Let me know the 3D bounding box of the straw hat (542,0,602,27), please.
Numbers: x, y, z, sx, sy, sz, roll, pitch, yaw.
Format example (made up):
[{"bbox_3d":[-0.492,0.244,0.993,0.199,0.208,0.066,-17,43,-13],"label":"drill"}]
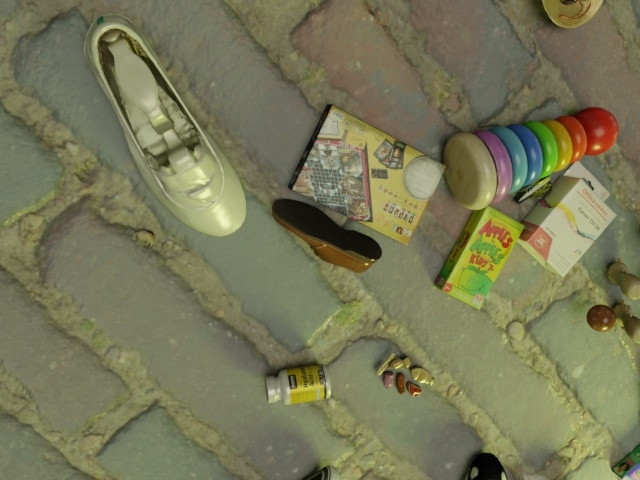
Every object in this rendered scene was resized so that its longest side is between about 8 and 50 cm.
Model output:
[{"bbox_3d":[0.439,-0.459,1.134,0.144,0.061,0.145,-8,120,-14],"label":"straw hat"}]

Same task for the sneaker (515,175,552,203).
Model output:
[{"bbox_3d":[0.414,-0.092,1.221,0.083,0.031,0.035,-35,107,-4],"label":"sneaker"}]

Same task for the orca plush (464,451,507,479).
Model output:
[{"bbox_3d":[0.318,0.583,1.276,0.151,0.102,0.287,22,91,16],"label":"orca plush"}]

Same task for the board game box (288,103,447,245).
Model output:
[{"bbox_3d":[0.085,-0.115,1.137,0.243,0.042,0.165,25,95,-16],"label":"board game box"}]

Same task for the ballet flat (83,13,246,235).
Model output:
[{"bbox_3d":[-0.247,-0.167,1.006,0.139,0.139,0.400,-31,107,-5],"label":"ballet flat"}]

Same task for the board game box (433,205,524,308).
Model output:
[{"bbox_3d":[0.303,0.029,1.216,0.092,0.043,0.181,26,95,-16],"label":"board game box"}]

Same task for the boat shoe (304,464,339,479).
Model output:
[{"bbox_3d":[-0.049,0.519,1.222,0.070,0.078,0.219,36,94,-18],"label":"boat shoe"}]

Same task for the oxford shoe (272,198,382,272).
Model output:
[{"bbox_3d":[0.000,0.000,1.132,0.212,0.076,0.076,30,134,-7],"label":"oxford shoe"}]

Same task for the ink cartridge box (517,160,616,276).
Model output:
[{"bbox_3d":[0.483,-0.045,1.228,0.115,0.067,0.198,39,91,-17],"label":"ink cartridge box"}]

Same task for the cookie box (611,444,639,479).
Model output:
[{"bbox_3d":[0.721,0.514,1.414,0.107,0.040,0.092,-41,106,-2],"label":"cookie box"}]

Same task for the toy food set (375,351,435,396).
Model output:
[{"bbox_3d":[0.162,0.268,1.249,0.122,0.019,0.078,40,91,-25],"label":"toy food set"}]

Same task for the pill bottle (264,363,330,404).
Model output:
[{"bbox_3d":[-0.043,0.269,1.177,0.116,0.065,0.065,-7,103,-11],"label":"pill bottle"}]

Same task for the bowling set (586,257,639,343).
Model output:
[{"bbox_3d":[0.626,0.109,1.273,0.199,0.154,0.287,-6,105,9],"label":"bowling set"}]

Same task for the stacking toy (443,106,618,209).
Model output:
[{"bbox_3d":[0.398,-0.165,1.163,0.330,0.141,0.141,-17,105,-15],"label":"stacking toy"}]
